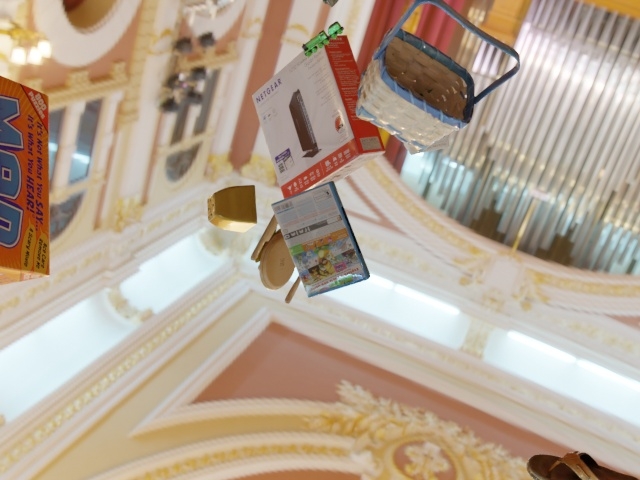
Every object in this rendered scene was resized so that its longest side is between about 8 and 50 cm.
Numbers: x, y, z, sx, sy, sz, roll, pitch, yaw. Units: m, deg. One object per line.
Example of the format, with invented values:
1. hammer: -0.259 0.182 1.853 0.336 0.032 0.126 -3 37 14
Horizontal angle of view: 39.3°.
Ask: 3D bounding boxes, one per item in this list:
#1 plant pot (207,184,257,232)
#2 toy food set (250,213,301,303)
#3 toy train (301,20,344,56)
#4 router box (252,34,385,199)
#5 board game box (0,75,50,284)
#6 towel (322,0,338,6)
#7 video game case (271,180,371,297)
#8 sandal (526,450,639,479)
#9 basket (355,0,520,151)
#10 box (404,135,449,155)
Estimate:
1. plant pot: -0.181 -0.064 1.795 0.083 0.081 0.081 1 166 -25
2. toy food set: -0.093 0.039 1.869 0.039 0.192 0.132 12 -119 33
3. toy train: 0.003 -0.341 1.515 0.023 0.083 0.017 49 -156 -22
4. router box: -0.014 -0.288 2.182 0.082 0.335 0.301 -11 -101 -37
5. board game box: -0.739 -0.104 1.589 0.357 0.356 0.356 -11 166 26
6. towel: 0.023 -0.652 1.656 0.056 0.312 0.324 28 166 46
7. video game case: 0.000 0.000 1.438 0.119 0.166 0.015 -19 -175 30
8. sandal: 0.408 0.354 1.377 0.180 0.049 0.072 10 -156 9
9. basket: 0.217 -0.336 1.797 0.255 0.289 0.201 30 -131 -22
10. box: 0.254 -0.270 2.204 0.101 0.087 0.102 -12 -159 1
